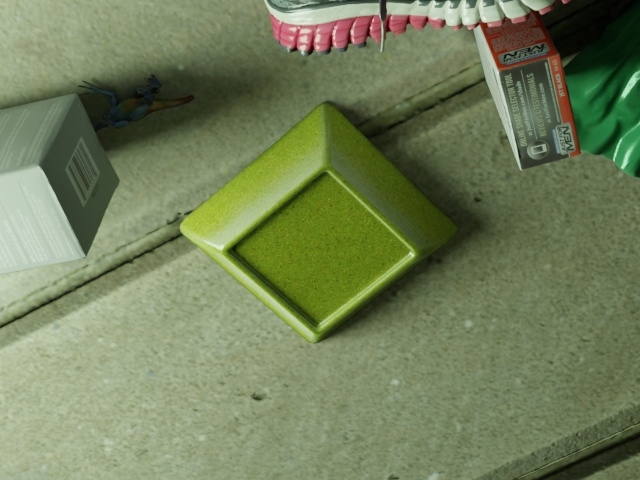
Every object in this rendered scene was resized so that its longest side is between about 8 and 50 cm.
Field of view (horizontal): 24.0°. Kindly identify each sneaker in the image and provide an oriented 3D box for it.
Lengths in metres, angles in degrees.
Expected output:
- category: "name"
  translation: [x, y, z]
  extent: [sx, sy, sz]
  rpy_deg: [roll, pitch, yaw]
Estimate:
- category: "sneaker"
  translation: [0.092, -0.226, 1.181]
  extent: [0.299, 0.121, 0.112]
  rpy_deg: [-9, 117, 13]

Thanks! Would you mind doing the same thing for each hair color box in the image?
- category: "hair color box"
  translation: [0.163, -0.139, 1.223]
  extent: [0.053, 0.167, 0.093]
  rpy_deg: [-15, 121, 6]

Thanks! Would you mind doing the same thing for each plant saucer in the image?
- category: "plant saucer"
  translation: [0.000, 0.000, 1.370]
  extent: [0.188, 0.045, 0.188]
  rpy_deg: [-39, 116, 19]

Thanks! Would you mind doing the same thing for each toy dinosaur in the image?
- category: "toy dinosaur"
  translation: [-0.168, -0.105, 1.301]
  extent: [0.090, 0.047, 0.082]
  rpy_deg: [23, 136, -28]

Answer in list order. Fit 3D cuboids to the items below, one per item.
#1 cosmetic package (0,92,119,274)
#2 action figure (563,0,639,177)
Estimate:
- category: "cosmetic package"
  translation: [-0.307, -0.034, 1.266]
  extent: [0.238, 0.127, 0.107]
  rpy_deg: [-12, 123, 17]
- category: "action figure"
  translation: [0.285, -0.173, 1.271]
  extent: [0.137, 0.063, 0.232]
  rpy_deg: [21, 122, -13]
